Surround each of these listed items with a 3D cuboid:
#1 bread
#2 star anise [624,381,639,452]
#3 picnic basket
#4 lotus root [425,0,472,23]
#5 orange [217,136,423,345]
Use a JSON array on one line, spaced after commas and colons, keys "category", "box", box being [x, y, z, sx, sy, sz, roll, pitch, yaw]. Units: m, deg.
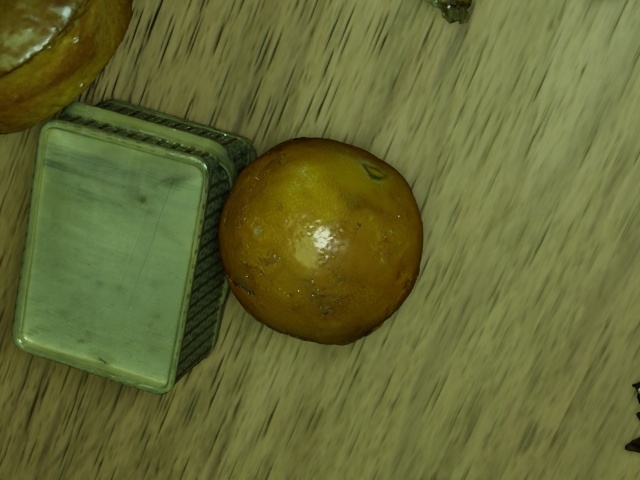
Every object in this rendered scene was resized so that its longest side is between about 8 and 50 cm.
[{"category": "bread", "box": [-0.360, -0.271, 1.535, 0.312, 0.172, 0.312, -16, 53, 22]}, {"category": "star anise", "box": [0.428, 0.207, 1.517, 0.168, 0.057, 0.168, 5, 112, 13]}, {"category": "picnic basket", "box": [-0.220, -0.005, 1.607, 0.228, 0.175, 0.313, 16, 109, 12]}, {"category": "lotus root", "box": [0.189, -0.385, 1.416, 0.131, 0.146, 0.303, 33, 106, 4]}, {"category": "orange", "box": [0.000, 0.000, 1.506, 0.240, 0.240, 0.240, 3, 102, 16]}]
